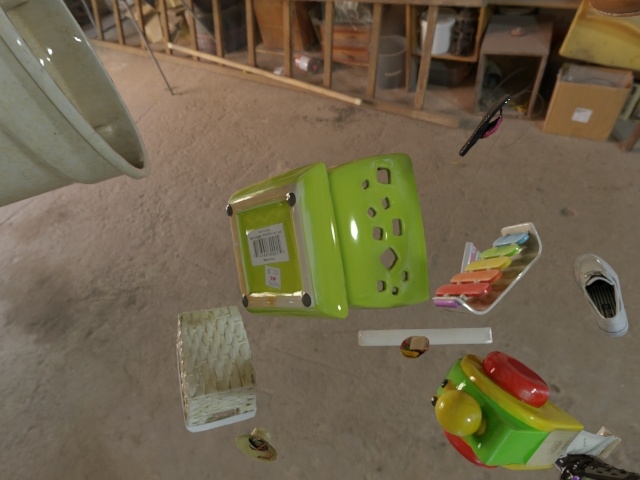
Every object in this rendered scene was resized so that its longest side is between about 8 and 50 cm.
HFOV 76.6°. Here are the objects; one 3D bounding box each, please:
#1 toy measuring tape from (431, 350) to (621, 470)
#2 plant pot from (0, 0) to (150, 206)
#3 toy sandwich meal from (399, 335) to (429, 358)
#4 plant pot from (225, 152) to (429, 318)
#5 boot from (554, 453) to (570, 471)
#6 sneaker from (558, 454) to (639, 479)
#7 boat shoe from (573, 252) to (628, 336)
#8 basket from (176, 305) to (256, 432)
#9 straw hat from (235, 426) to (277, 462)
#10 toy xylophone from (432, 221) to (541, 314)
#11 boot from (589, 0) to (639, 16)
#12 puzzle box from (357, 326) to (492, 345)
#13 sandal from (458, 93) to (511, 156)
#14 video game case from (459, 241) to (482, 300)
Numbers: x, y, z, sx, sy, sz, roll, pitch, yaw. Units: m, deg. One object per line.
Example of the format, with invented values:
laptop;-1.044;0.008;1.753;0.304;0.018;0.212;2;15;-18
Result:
toy measuring tape;0.235;0.199;0.476;0.121;0.330;0.121;-29;51;43
plant pot;-0.411;-0.151;0.423;0.306;0.333;0.333;-28;52;-7
toy sandwich meal;0.259;0.292;1.127;0.086;0.029;0.085;-19;34;13
plant pot;0.000;0.000;0.600;0.207;0.227;0.228;-9;1;-44
boot;0.675;0.602;1.149;0.069;0.086;0.190;-44;32;-6
sneaker;0.438;0.377;0.601;0.102;0.293;0.146;28;32;-18
boat shoe;0.632;0.102;0.911;0.083;0.075;0.226;-20;39;24
basket;-0.170;0.200;0.659;0.113;0.103;0.167;-5;47;-22
straw hat;-0.189;0.622;1.264;0.145;0.144;0.061;6;34;15
toy xylophone;0.425;0.088;1.066;0.323;0.236;0.081;-41;94;-24
boot;0.307;-0.294;0.403;0.220;0.108;0.283;-10;16;-4
puzzle box;0.334;0.331;1.385;0.409;0.272;0.052;-2;76;3
sandal;0.413;-0.279;1.005;0.040;0.179;0.067;33;36;3
video game case;0.583;0.145;1.529;0.025;0.285;0.203;5;74;36
